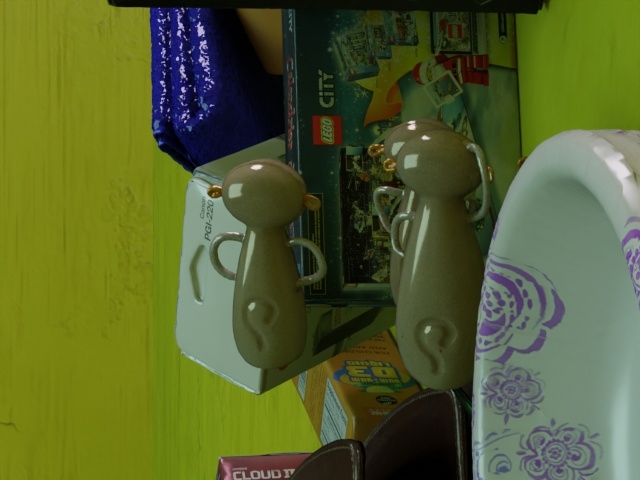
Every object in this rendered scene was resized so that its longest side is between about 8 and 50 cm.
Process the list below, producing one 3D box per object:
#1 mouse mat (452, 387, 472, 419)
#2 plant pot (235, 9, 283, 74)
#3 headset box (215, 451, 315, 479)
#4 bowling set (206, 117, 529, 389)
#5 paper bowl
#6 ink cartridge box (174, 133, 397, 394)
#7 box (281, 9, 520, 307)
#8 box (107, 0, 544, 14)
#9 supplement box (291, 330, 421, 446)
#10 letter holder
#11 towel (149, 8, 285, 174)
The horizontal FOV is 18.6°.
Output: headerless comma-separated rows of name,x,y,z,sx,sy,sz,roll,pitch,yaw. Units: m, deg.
mouse mat,0.134,0.169,1.116,0.189,0.007,0.152,59,178,-18
plant pot,-0.007,-0.243,1.614,0.205,0.205,0.188,-136,32,-73
headset box,-0.050,0.370,1.977,0.218,0.110,0.293,102,163,-47
bowling set,0.092,-0.016,1.143,0.200,0.287,0.154,-53,-35,-60
paper bowl,0.169,0.093,0.854,0.284,0.148,0.284,179,90,-78
ink cartridge box,0.000,0.000,1.475,0.092,0.218,0.158,28,125,35
box,0.057,-0.071,1.354,0.044,0.159,0.233,146,124,-75
box,-0.013,-0.265,1.355,0.293,0.296,0.073,-102,16,-47
supplement box,0.035,0.135,1.657,0.233,0.078,0.080,-118,33,-64
letter holder,0.061,0.176,1.366,0.302,0.152,0.214,127,143,-71
towel,-0.055,-0.093,1.702,0.308,0.076,0.227,48,-156,-47
